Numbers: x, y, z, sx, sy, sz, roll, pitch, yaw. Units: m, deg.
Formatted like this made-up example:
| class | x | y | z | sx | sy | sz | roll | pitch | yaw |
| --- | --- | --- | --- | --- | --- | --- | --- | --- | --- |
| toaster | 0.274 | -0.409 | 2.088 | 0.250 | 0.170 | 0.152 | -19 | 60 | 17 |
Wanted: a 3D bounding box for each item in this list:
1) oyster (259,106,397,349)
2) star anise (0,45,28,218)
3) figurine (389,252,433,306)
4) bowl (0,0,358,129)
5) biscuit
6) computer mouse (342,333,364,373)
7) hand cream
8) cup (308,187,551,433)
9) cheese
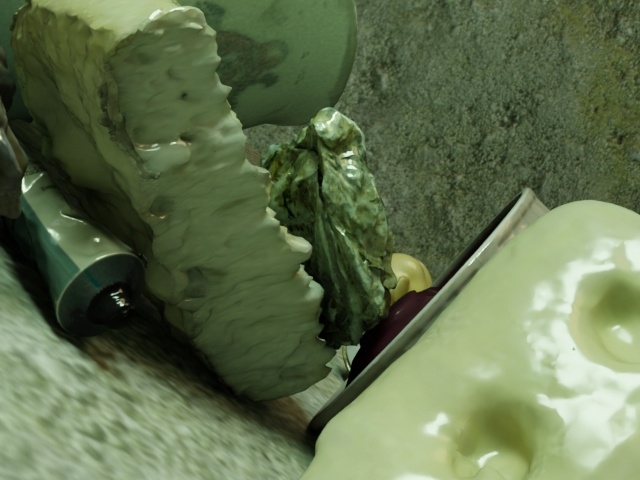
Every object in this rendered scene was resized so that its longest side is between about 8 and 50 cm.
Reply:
| class | x | y | z | sx | sy | sz | roll | pitch | yaw |
| --- | --- | --- | --- | --- | --- | --- | --- | --- | --- |
| oyster | 0.000 | 0.000 | 0.714 | 0.125 | 0.064 | 0.177 | 49 | -26 | 1 |
| star anise | -0.211 | -0.091 | 0.526 | 0.212 | 0.073 | 0.197 | 37 | 25 | -21 |
| figurine | 0.107 | 0.107 | 1.389 | 0.196 | 0.108 | 0.114 | 60 | 20 | 14 |
| bowl | -0.195 | -0.201 | 0.767 | 0.435 | 0.196 | 0.435 | 43 | -21 | 20 |
| biscuit | -0.093 | -0.027 | 0.656 | 0.179 | 0.084 | 0.281 | 32 | -26 | 42 |
| computer mouse | 0.121 | 0.156 | 1.025 | 0.245 | 0.056 | 0.126 | 38 | 22 | 21 |
| hand cream | -0.177 | -0.029 | 0.623 | 0.248 | 0.052 | 0.075 | 37 | -21 | 29 |
| cup | 0.138 | 0.144 | 0.784 | 0.273 | 0.288 | 0.208 | 42 | 40 | 4 |
| cheese | 0.092 | 0.145 | 0.556 | 0.173 | 0.251 | 0.248 | 29 | -39 | 33 |
